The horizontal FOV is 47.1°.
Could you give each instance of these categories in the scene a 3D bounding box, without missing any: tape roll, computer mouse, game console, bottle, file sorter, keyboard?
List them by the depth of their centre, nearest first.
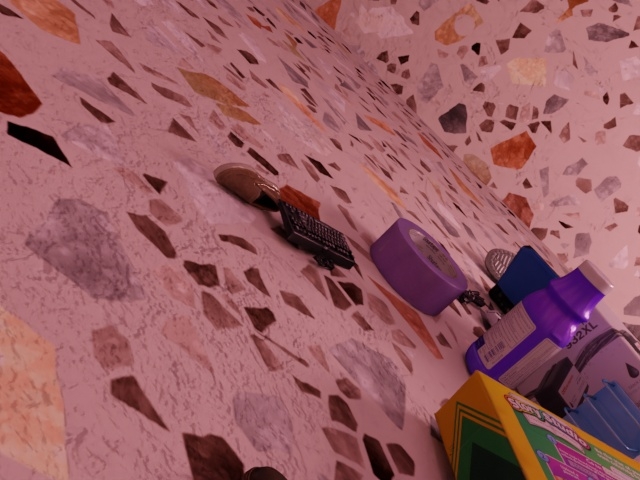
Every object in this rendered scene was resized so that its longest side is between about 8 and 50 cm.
[{"bbox_3d":[0.000,0.000,1.199,0.180,0.023,0.108,27,39,-50],"label":"keyboard"},{"bbox_3d":[0.450,0.326,1.221,0.104,0.170,0.118,26,26,-54],"label":"file sorter"},{"bbox_3d":[0.384,0.151,1.292,0.092,0.283,0.118,38,19,-16],"label":"bottle"},{"bbox_3d":[0.191,0.050,1.424,0.189,0.080,0.189,37,20,-16],"label":"tape roll"},{"bbox_3d":[0.383,0.182,1.598,0.193,0.042,0.106,47,14,24],"label":"computer mouse"},{"bbox_3d":[0.563,0.179,1.752,0.250,0.173,0.293,15,34,-54],"label":"game console"}]

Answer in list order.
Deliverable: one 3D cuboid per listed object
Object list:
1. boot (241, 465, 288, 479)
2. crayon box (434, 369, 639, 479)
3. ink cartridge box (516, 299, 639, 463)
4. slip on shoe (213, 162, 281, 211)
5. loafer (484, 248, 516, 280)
[{"bbox_3d":[0.025,0.262,0.614,0.219,0.106,0.082,52,21,22],"label":"boot"},{"bbox_3d":[0.343,0.363,0.935,0.363,0.106,0.313,31,18,-17],"label":"crayon box"},{"bbox_3d":[0.509,0.271,1.385,0.129,0.223,0.307,25,27,-42],"label":"ink cartridge box"},{"bbox_3d":[-0.110,-0.080,1.147,0.135,0.051,0.041,29,35,-51],"label":"slip on shoe"},{"bbox_3d":[0.536,0.111,2.006,0.251,0.094,0.087,37,-14,-15],"label":"loafer"}]
